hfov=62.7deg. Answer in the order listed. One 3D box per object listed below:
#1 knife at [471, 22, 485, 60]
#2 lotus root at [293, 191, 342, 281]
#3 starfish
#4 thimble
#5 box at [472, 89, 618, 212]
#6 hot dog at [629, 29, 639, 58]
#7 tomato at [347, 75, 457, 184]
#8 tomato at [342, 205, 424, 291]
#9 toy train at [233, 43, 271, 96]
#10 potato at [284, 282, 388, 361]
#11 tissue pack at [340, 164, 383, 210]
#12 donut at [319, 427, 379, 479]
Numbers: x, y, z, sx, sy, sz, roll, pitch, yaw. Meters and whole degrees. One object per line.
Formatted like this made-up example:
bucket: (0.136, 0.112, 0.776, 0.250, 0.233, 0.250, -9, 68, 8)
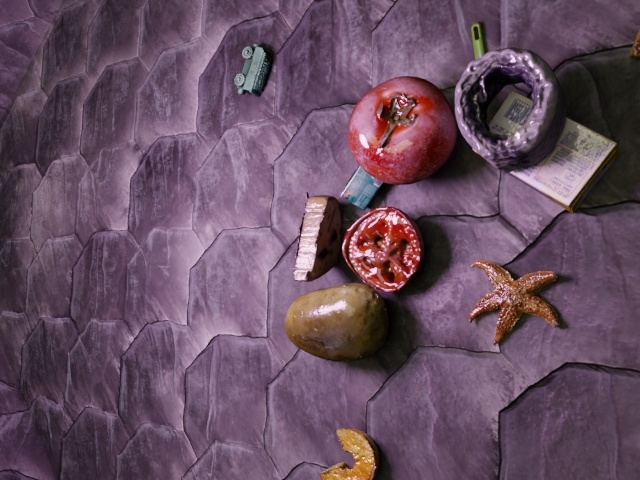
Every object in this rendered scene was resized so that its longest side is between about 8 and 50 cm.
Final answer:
knife: (0.415, -0.457, 1.329, 0.054, 0.015, 0.211, -12, 79, 31)
lotus root: (0.000, 0.000, 1.466, 0.075, 0.170, 0.260, 1, 76, 26)
starfish: (0.446, 0.134, 1.240, 0.227, 0.043, 0.240, -52, 59, 17)
thimble: (0.401, -0.277, 1.122, 0.217, 0.157, 0.245, -5, 83, 33)
box: (0.506, -0.203, 1.198, 0.265, 0.097, 0.168, 39, 106, 30)
hot dog: (0.732, -0.442, 1.096, 0.169, 0.061, 0.078, -36, 69, 25)
tomato: (0.204, -0.267, 1.323, 0.271, 0.227, 0.269, -4, 74, 15)
tomato: (0.178, 0.023, 1.392, 0.228, 0.101, 0.227, 3, 95, 35)
toy train: (-0.218, -0.556, 1.720, 0.100, 0.070, 0.171, 21, 96, 25)
potato: (0.042, 0.219, 1.409, 0.308, 0.173, 0.210, -7, 113, 32)
tissue pack: (0.119, -0.156, 1.461, 0.085, 0.079, 0.111, 31, 107, -5)
donut: (0.090, 0.597, 1.408, 0.146, 0.078, 0.181, 21, 90, 32)
